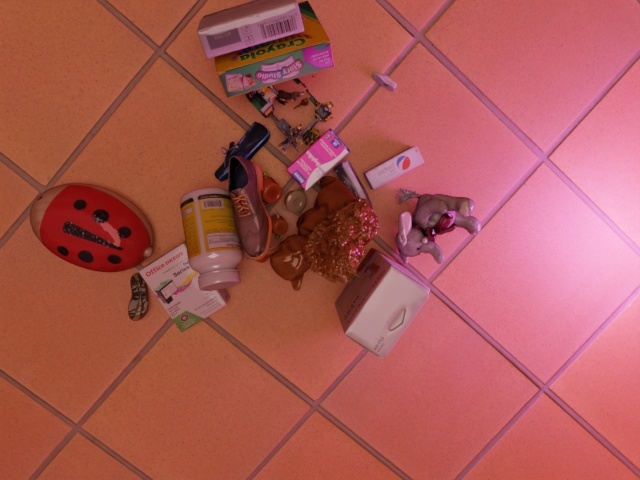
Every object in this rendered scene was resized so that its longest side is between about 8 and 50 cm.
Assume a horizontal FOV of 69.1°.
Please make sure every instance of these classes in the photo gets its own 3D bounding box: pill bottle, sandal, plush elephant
[{"bbox_3d":[-0.377,-0.001,1.628,0.188,0.188,0.333,-11,77,-2],"label":"pill bottle"},{"bbox_3d":[-0.687,0.213,1.762,0.072,0.049,0.179,-2,83,-9],"label":"sandal"},{"bbox_3d":[0.386,-0.034,1.688,0.330,0.272,0.255,20,82,22],"label":"plush elephant"}]

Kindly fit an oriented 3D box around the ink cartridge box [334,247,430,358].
[{"bbox_3d":[0.200,0.201,1.639,0.161,0.384,0.279,33,94,-7],"label":"ink cartridge box"}]

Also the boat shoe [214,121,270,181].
[{"bbox_3d":[-0.297,-0.324,1.694,0.089,0.109,0.258,44,77,-1],"label":"boat shoe"}]

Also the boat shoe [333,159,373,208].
[{"bbox_3d":[0.121,-0.186,1.742,0.076,0.080,0.228,-26,102,18],"label":"boat shoe"}]

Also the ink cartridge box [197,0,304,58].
[{"bbox_3d":[-0.235,-0.714,1.519,0.309,0.385,0.091,-17,123,0],"label":"ink cartridge box"}]

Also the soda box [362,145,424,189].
[{"bbox_3d":[0.272,-0.272,1.739,0.216,0.069,0.073,-29,99,1],"label":"soda box"}]

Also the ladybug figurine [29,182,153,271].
[{"bbox_3d":[-0.820,-0.038,1.658,0.450,0.162,0.304,19,96,-6],"label":"ladybug figurine"}]

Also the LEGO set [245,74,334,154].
[{"bbox_3d":[-0.111,-0.487,1.624,0.255,0.192,0.331,-35,98,2],"label":"LEGO set"}]

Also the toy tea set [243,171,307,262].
[{"bbox_3d":[-0.210,-0.085,1.733,0.200,0.124,0.335,31,92,-36],"label":"toy tea set"}]

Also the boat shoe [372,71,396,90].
[{"bbox_3d":[0.238,-0.593,1.714,0.100,0.035,0.035,32,67,-3],"label":"boat shoe"}]

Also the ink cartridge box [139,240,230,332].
[{"bbox_3d":[-0.501,0.165,1.727,0.202,0.117,0.278,-32,98,1],"label":"ink cartridge box"}]

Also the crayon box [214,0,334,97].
[{"bbox_3d":[-0.170,-0.643,1.545,0.363,0.313,0.106,-17,139,-1],"label":"crayon box"}]

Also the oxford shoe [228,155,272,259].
[{"bbox_3d":[-0.257,-0.111,1.567,0.130,0.133,0.363,-18,73,17],"label":"oxford shoe"}]

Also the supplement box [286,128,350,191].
[{"bbox_3d":[-0.011,-0.292,1.698,0.220,0.114,0.111,-43,99,4],"label":"supplement box"}]

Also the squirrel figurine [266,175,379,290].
[{"bbox_3d":[0.000,0.000,1.589,0.371,0.397,0.280,-36,110,-9],"label":"squirrel figurine"}]
